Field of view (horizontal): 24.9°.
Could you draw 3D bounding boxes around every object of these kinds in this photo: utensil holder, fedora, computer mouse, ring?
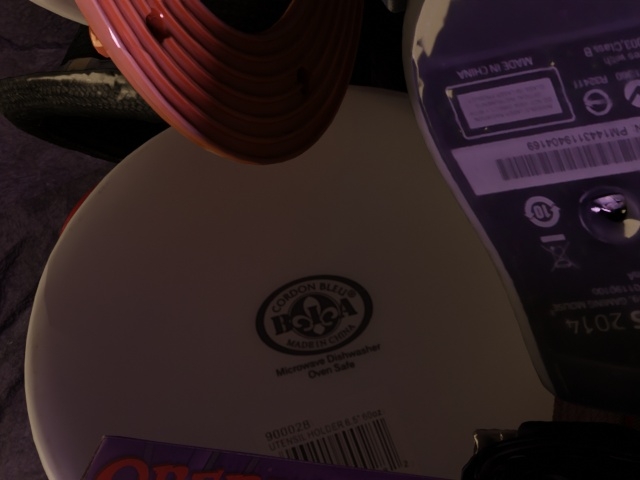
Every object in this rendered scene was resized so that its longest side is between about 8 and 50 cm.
[{"bbox_3d":[0.010,0.133,0.881,0.385,0.327,0.327,84,160,-60],"label":"utensil holder"},{"bbox_3d":[-0.064,-0.128,0.989,0.334,0.334,0.152,151,130,-82],"label":"fedora"},{"bbox_3d":[0.113,-0.005,0.516,0.188,0.072,0.272,-3,122,33],"label":"computer mouse"},{"bbox_3d":[-0.056,-0.199,0.648,0.336,0.032,0.336,-6,-90,-67],"label":"ring"}]

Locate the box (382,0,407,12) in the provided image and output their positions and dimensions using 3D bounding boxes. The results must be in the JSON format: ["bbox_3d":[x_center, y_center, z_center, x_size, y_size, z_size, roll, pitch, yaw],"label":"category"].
[{"bbox_3d":[0.021,-0.211,0.506,0.153,0.108,0.207,76,168,-52],"label":"box"}]

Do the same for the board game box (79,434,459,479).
[{"bbox_3d":[0.093,0.170,0.544,0.208,0.347,0.056,70,-148,-46],"label":"board game box"}]

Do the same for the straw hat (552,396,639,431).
[{"bbox_3d":[0.159,0.086,0.650,0.061,0.144,0.144,8,133,33],"label":"straw hat"}]

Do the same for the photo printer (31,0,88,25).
[{"bbox_3d":[-0.128,-0.266,0.677,0.256,0.107,0.307,39,-132,-57],"label":"photo printer"}]

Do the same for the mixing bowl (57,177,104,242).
[{"bbox_3d":[-0.116,0.011,0.996,0.098,0.181,0.181,41,164,19],"label":"mixing bowl"}]
